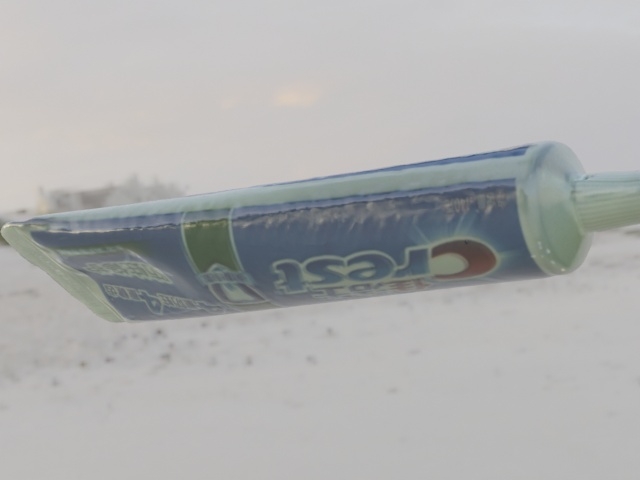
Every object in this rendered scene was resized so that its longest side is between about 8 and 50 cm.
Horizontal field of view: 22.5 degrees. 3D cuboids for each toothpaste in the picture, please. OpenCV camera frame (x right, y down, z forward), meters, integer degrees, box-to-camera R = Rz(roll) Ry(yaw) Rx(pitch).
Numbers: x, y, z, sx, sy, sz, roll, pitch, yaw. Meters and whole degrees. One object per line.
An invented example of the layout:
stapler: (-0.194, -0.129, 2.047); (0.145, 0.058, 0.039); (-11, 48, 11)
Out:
toothpaste: (0.000, 0.000, 0.433); (0.197, 0.035, 0.057); (-8, -35, 33)
